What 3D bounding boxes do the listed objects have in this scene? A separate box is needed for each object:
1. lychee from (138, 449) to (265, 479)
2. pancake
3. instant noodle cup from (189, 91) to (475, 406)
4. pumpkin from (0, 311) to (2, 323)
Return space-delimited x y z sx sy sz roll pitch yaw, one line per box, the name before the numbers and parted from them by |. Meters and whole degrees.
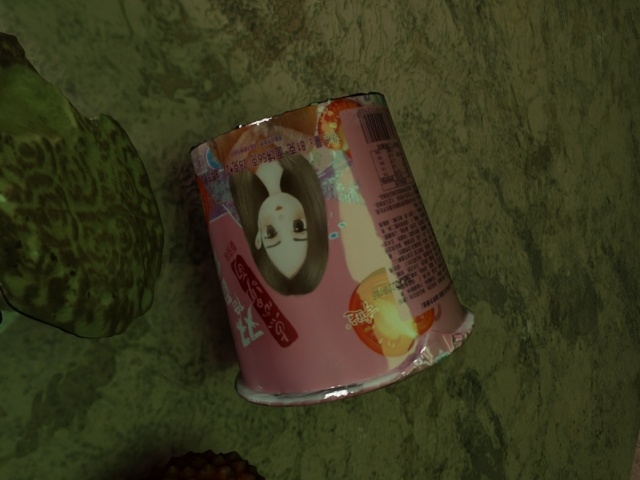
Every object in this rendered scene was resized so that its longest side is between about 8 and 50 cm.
lychee | -0.106 0.273 0.429 0.188 0.188 0.188 1 88 -44
pancake | -0.177 -0.034 0.368 0.235 0.029 0.211 58 17 -58
instant noodle cup | 0.000 0.000 0.497 0.243 0.243 0.231 -22 98 -42
pumpkin | -0.286 0.038 0.263 0.221 0.162 0.220 -5 98 -42
